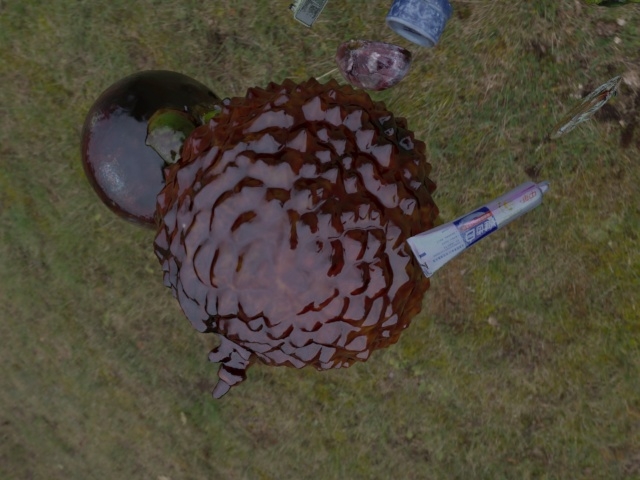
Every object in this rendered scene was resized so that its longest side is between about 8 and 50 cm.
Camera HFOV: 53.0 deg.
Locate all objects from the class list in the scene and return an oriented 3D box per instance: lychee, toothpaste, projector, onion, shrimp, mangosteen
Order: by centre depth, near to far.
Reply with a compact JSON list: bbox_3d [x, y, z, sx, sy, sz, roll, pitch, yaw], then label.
[{"bbox_3d":[0.168,-0.020,0.661,0.170,0.028,0.045,-28,92,-13],"label":"toothpaste"},{"bbox_3d":[-0.037,0.006,0.948,0.425,0.424,0.499,19,86,11],"label":"lychee"},{"bbox_3d":[-0.274,-0.181,1.188,0.306,0.306,0.359,50,139,-5],"label":"mangosteen"},{"bbox_3d":[0.560,-0.277,1.352,0.190,0.101,0.042,-41,86,5],"label":"shrimp"},{"bbox_3d":[0.125,-0.397,1.497,0.206,0.151,0.098,19,93,53],"label":"onion"},{"bbox_3d":[0.007,-0.737,1.763,0.088,0.193,0.269,26,116,-18],"label":"projector"}]

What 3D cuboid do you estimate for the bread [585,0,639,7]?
[{"bbox_3d":[0.630,-0.658,1.262,0.251,0.208,0.376,33,164,31],"label":"bread"}]

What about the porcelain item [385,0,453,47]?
[{"bbox_3d":[0.250,-0.569,1.614,0.147,0.147,0.114,29,96,6],"label":"porcelain item"}]

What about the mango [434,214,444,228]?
[{"bbox_3d":[0.294,-0.024,2.008,0.173,0.317,0.211,22,108,-38],"label":"mango"}]
